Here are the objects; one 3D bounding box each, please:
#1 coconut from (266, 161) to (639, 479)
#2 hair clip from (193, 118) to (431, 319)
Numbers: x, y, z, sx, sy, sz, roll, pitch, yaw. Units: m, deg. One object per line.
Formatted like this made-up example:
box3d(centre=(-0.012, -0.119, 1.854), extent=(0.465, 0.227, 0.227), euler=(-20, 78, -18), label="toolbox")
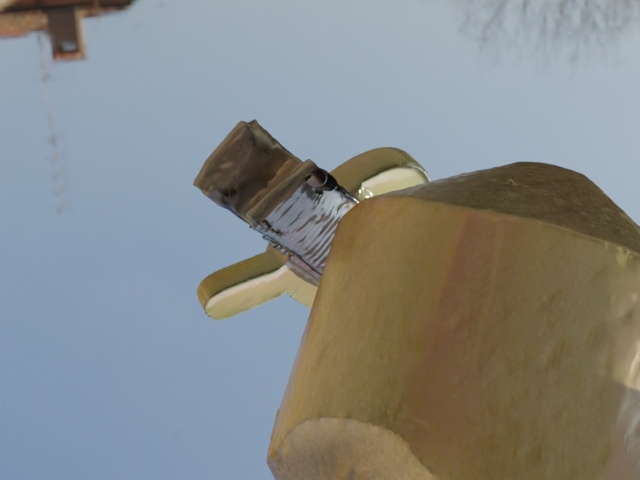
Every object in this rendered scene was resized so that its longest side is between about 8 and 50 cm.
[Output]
box3d(centre=(0.101, 0.074, 0.728), extent=(0.239, 0.244, 0.239), euler=(16, 169, 3), label="coconut")
box3d(centre=(-0.003, 0.001, 0.816), extent=(0.071, 0.159, 0.218), euler=(52, -170, 33), label="hair clip")
